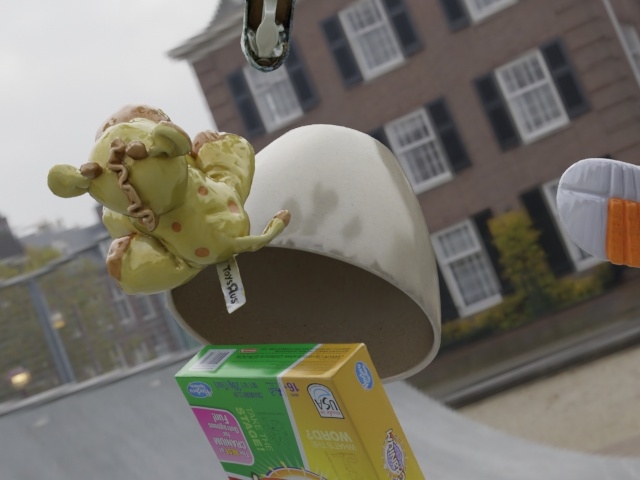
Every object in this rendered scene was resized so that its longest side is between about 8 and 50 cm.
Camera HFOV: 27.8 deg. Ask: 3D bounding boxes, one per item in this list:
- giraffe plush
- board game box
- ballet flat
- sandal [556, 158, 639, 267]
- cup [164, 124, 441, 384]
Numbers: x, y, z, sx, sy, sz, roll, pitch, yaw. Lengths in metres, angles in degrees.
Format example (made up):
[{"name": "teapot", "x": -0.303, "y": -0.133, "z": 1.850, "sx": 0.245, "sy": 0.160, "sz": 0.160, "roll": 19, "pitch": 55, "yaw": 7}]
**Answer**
[{"name": "giraffe plush", "x": -0.150, "y": -0.048, "z": 1.159, "sx": 0.181, "sy": 0.210, "sz": 0.170, "roll": -42, "pitch": -47, "yaw": 0}, {"name": "board game box", "x": 0.003, "y": 0.260, "z": 1.429, "sx": 0.242, "sy": 0.316, "sz": 0.064, "roll": -6, "pitch": 27, "yaw": 43}, {"name": "ballet flat", "x": -0.051, "y": -0.267, "z": 1.388, "sx": 0.070, "sy": 0.188, "sz": 0.070, "roll": 2, "pitch": 29, "yaw": -1}, {"name": "sandal", "x": 0.367, "y": -0.015, "z": 1.337, "sx": 0.265, "sy": 0.102, "sz": 0.076, "roll": 13, "pitch": 6, "yaw": -2}, {"name": "cup", "x": 0.000, "y": 0.000, "z": 1.587, "sx": 0.331, "sy": 0.237, "sz": 0.331, "roll": 10, "pitch": -32, "yaw": 6}]
